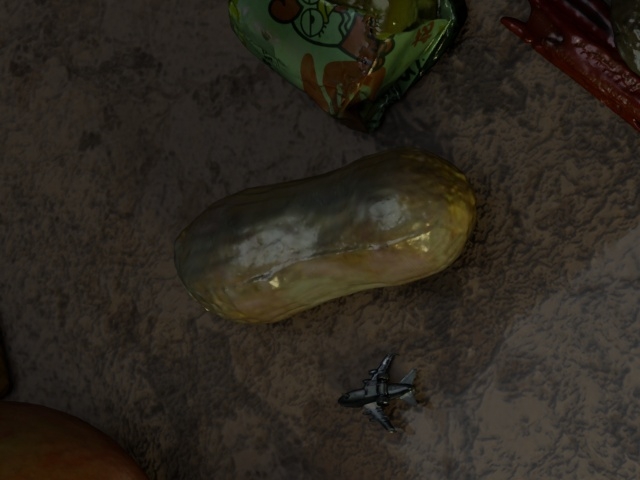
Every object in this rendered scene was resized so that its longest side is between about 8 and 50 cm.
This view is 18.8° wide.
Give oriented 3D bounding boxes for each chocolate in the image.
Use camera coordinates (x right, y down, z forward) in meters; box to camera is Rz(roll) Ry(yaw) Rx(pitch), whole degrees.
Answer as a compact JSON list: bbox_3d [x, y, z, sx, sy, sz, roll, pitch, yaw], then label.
[{"bbox_3d":[0.000,0.000,1.802,0.309,0.134,0.134,-13,76,23],"label":"chocolate"}]

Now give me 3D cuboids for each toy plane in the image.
[{"bbox_3d":[0.053,0.143,1.809,0.083,0.031,0.078,-10,62,22],"label":"toy plane"}]

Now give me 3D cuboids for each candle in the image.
[{"bbox_3d":[0.269,-0.156,1.737,0.301,0.059,0.084,46,111,24],"label":"candle"}]

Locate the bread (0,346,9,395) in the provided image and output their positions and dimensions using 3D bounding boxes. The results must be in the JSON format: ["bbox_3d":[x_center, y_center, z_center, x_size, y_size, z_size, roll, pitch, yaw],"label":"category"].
[{"bbox_3d":[-0.363,0.095,2.009,0.052,0.044,0.157,-27,71,23],"label":"bread"}]

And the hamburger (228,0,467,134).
[{"bbox_3d":[0.026,-0.242,1.828,0.214,0.125,0.235,45,116,15],"label":"hamburger"}]

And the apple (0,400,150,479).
[{"bbox_3d":[-0.314,0.323,1.792,0.364,0.364,0.364,-4,80,25],"label":"apple"}]

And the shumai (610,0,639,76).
[{"bbox_3d":[0.319,-0.211,1.686,0.123,0.105,0.139,9,49,-3],"label":"shumai"}]
